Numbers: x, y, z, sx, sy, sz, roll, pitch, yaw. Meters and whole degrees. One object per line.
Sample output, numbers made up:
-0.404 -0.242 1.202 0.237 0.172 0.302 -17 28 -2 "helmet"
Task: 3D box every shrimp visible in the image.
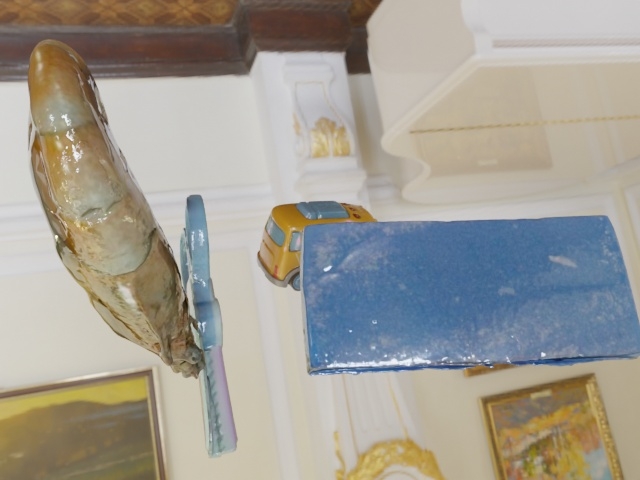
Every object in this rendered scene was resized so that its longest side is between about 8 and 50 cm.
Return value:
-0.133 -0.009 0.396 0.059 0.145 0.254 -22 143 -11 "shrimp"

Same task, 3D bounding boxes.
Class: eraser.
0.138 0.049 0.582 0.312 0.144 0.042 -1 158 -5 "eraser"

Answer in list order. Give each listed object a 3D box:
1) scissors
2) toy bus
-0.112 0.079 0.596 0.030 0.256 0.125 -4 146 -19 "scissors"
0.000 0.000 1.089 0.210 0.136 0.126 -3 -152 -24 "toy bus"
